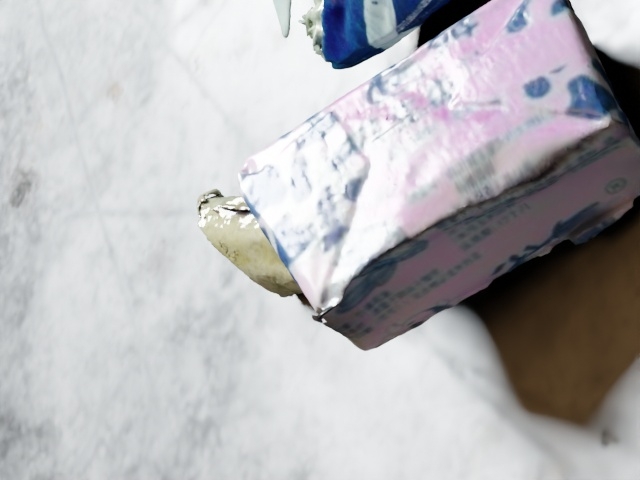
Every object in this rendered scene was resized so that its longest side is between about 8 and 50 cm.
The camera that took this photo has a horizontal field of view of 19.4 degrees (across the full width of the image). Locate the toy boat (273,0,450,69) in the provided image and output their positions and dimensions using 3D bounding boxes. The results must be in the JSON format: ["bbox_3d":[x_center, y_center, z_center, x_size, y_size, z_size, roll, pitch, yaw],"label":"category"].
[{"bbox_3d":[-0.005,-0.176,0.913,0.291,0.070,0.210,-20,64,47],"label":"toy boat"}]

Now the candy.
[{"bbox_3d":[0.053,-0.028,0.778,0.160,0.073,0.092,-32,60,13],"label":"candy"}]

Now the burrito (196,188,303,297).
[{"bbox_3d":[0.000,0.000,0.877,0.149,0.041,0.055,-2,92,43],"label":"burrito"}]
